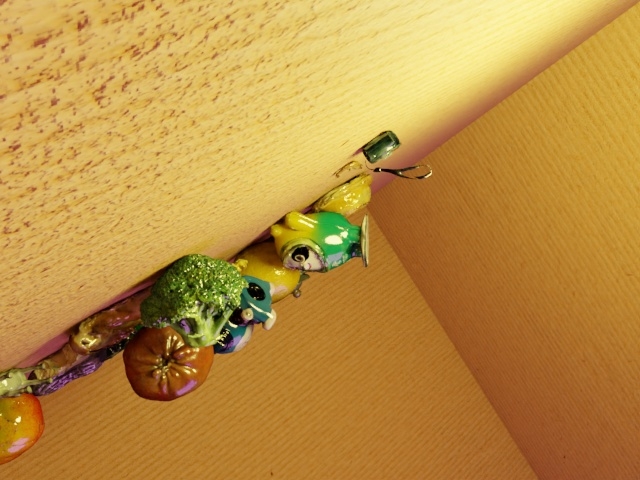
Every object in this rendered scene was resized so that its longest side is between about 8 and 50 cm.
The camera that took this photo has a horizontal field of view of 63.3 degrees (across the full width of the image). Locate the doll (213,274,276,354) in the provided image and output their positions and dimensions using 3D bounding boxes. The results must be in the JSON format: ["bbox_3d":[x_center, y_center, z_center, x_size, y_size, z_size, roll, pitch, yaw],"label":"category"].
[{"bbox_3d":[-0.319,0.268,1.840,0.310,0.240,0.284,-44,-159,27],"label":"doll"}]

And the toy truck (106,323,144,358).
[{"bbox_3d":[-0.771,0.382,1.910,0.259,0.088,0.121,-34,179,4],"label":"toy truck"}]

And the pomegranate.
[{"bbox_3d":[-0.861,0.497,1.389,0.210,0.210,0.235,-32,179,1],"label":"pomegranate"}]

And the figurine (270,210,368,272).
[{"bbox_3d":[0.000,0.000,1.843,0.339,0.232,0.324,1,147,7],"label":"figurine"}]

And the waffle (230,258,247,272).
[{"bbox_3d":[-0.361,0.138,1.772,0.291,0.051,0.291,-30,180,0],"label":"waffle"}]

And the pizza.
[{"bbox_3d":[-0.552,0.228,1.500,0.434,0.080,0.391,-29,177,-45],"label":"pizza"}]

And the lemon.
[{"bbox_3d":[-0.216,0.129,2.042,0.260,0.261,0.284,-31,171,-47],"label":"lemon"}]

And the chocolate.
[{"bbox_3d":[-0.785,0.395,1.617,0.248,0.110,0.110,-26,176,-24],"label":"chocolate"}]

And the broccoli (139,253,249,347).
[{"bbox_3d":[-0.310,0.150,1.290,0.269,0.242,0.261,-9,-169,-23],"label":"broccoli"}]

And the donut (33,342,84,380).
[{"bbox_3d":[-0.743,0.343,1.519,0.166,0.065,0.108,-33,179,13],"label":"donut"}]

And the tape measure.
[{"bbox_3d":[0.194,-0.199,1.324,0.104,0.180,0.107,-50,171,22],"label":"tape measure"}]

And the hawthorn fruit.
[{"bbox_3d":[-0.438,0.336,1.501,0.258,0.258,0.261,-32,-154,-14],"label":"hawthorn fruit"}]

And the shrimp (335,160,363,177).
[{"bbox_3d":[0.081,-0.205,1.505,0.083,0.023,0.114,-30,175,24],"label":"shrimp"}]

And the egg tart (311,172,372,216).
[{"bbox_3d":[0.093,-0.152,1.980,0.288,0.118,0.288,-29,176,-2],"label":"egg tart"}]

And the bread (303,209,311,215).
[{"bbox_3d":[0.037,-0.020,2.140,0.178,0.266,0.142,-32,-177,3],"label":"bread"}]

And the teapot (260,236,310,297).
[{"bbox_3d":[-0.138,0.109,2.286,0.305,0.285,0.223,-31,179,-16],"label":"teapot"}]

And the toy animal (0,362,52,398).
[{"bbox_3d":[-0.770,0.355,1.269,0.175,0.074,0.217,-18,174,-2],"label":"toy animal"}]
